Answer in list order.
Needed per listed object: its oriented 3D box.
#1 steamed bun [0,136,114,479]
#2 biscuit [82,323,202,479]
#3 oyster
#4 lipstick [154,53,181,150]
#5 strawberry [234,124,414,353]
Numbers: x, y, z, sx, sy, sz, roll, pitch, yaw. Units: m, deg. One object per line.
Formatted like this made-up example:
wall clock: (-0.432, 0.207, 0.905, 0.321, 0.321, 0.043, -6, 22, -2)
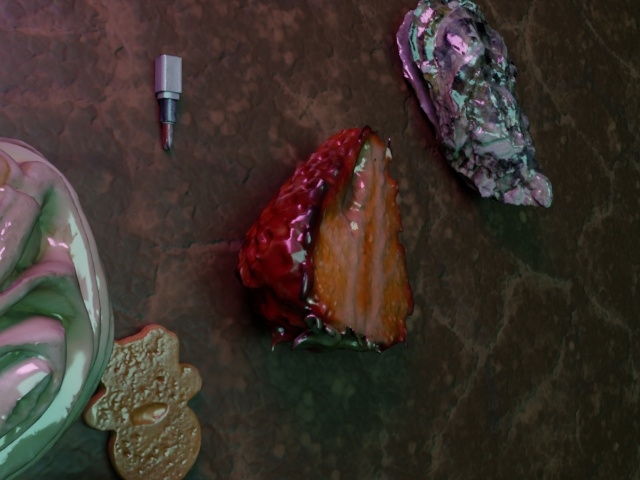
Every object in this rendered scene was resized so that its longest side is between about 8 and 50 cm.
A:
steamed bun: (-0.289, 0.101, 0.544, 0.309, 0.219, 0.324, -30, 146, -35)
biscuit: (-0.186, 0.185, 0.803, 0.133, 0.027, 0.184, -32, 106, -33)
oyster: (0.238, -0.197, 1.085, 0.162, 0.158, 0.351, -29, 90, 0)
lipstick: (-0.175, -0.157, 0.843, 0.025, 0.025, 0.107, 0, 93, -36)
strawberry: (-0.009, 0.006, 0.882, 0.253, 0.150, 0.280, -2, 85, -57)
